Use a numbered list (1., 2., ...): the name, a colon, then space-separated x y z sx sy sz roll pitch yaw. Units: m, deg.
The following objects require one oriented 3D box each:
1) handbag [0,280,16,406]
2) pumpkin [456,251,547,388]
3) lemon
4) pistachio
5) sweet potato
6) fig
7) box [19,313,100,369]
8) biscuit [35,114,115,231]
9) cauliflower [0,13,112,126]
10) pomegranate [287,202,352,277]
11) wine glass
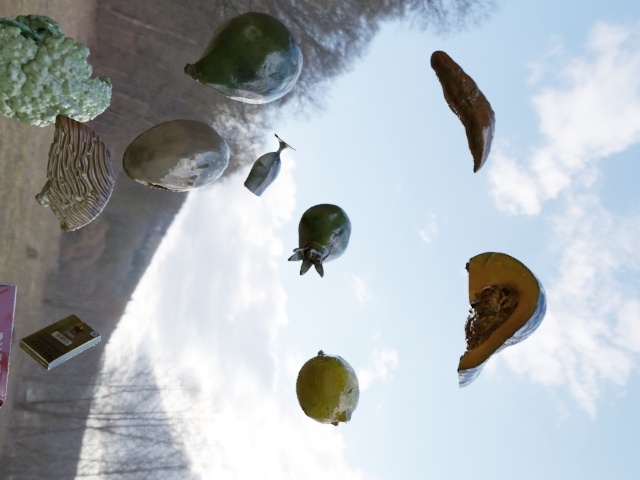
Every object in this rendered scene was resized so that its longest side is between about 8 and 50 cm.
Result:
1. handbag: -0.653 0.217 0.894 0.171 0.151 0.298 -10 -105 29
2. pumpkin: 0.344 0.154 1.097 0.190 0.280 0.139 49 -7 30
3. lemon: 0.021 0.398 1.368 0.174 0.173 0.206 -63 -140 34
4. pistachio: -0.377 -0.229 1.368 0.166 0.287 0.198 -7 -87 59
5. sweet potato: 0.396 -0.363 1.370 0.106 0.095 0.355 -24 -96 35
6. fig: -0.162 -0.363 1.066 0.195 0.244 0.195 35 -33 28
7. box: -0.553 0.214 1.092 0.090 0.133 0.023 32 -62 14
8. biscuit: -0.526 -0.146 1.086 0.031 0.176 0.229 14 -51 47
9. cauliflower: -0.614 -0.381 1.118 0.275 0.272 0.250 111 -33 -64
10. pomegranate: 0.000 0.000 1.231 0.191 0.130 0.152 -55 154 -54
11. wine glass: -0.188 -0.265 1.830 0.222 0.103 0.103 -55 -150 3
